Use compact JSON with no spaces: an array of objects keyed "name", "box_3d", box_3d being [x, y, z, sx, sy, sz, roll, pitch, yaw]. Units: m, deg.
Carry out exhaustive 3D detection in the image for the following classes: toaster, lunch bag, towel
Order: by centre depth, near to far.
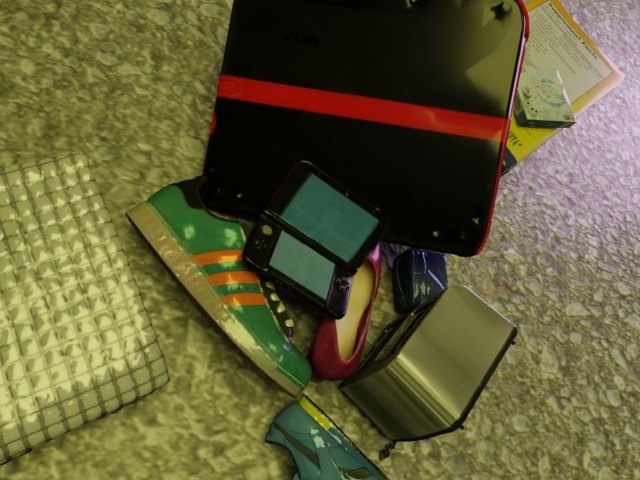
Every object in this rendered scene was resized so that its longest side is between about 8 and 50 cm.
[{"name":"towel","box_3d":[-0.316,0.071,0.541,0.235,0.121,0.283,-21,79,-26]},{"name":"toaster","box_3d":[0.126,0.160,0.650,0.110,0.168,0.186,44,59,3]},{"name":"lunch bag","box_3d":[0.139,0.056,0.753,0.065,0.067,0.098,8,65,-19]}]

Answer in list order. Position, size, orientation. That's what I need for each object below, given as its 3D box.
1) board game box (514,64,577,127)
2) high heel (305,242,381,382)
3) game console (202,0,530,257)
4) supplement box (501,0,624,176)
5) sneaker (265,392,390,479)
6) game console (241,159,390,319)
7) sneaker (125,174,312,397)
[{"name":"board game box","box_3d":[0.304,-0.200,0.730,0.090,0.020,0.090,-2,71,-22]},{"name":"high heel","box_3d":[0.045,0.067,0.682,0.082,0.117,0.244,32,61,-6]},{"name":"game console","box_3d":[0.051,-0.178,0.681,0.387,0.060,0.342,11,96,8]},{"name":"supplement box","box_3d":[0.280,-0.217,0.852,0.356,0.195,0.194,-34,84,-29]},{"name":"sneaker","box_3d":[0.025,0.275,0.600,0.209,0.069,0.082,40,76,20]},{"name":"game console","box_3d":[0.000,0.000,0.616,0.144,0.085,0.124,33,40,-15]},{"name":"sneaker","box_3d":[-0.097,0.046,0.633,0.121,0.108,0.302,-39,85,-18]}]
